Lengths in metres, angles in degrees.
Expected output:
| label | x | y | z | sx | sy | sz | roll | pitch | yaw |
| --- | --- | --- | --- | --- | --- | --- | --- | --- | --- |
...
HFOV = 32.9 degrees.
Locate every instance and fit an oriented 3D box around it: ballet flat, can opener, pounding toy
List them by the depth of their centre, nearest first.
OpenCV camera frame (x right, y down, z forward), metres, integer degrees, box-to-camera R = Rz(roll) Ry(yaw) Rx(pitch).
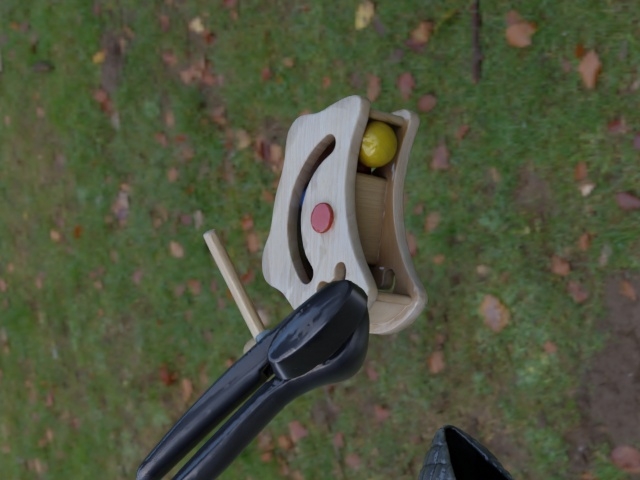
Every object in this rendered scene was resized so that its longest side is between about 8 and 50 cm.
| label | x | y | z | sx | sy | sz | roll | pitch | yaw |
| --- | --- | --- | --- | --- | --- | --- | --- | --- | --- |
| ballet flat | 0.096 | 0.142 | 0.565 | 0.173 | 0.057 | 0.049 | -164 | 70 | -67 |
| can opener | -0.042 | 0.092 | 0.674 | 0.186 | 0.073 | 0.059 | -42 | 45 | 1 |
| pounding toy | 0.000 | 0.000 | 0.980 | 0.154 | 0.155 | 0.269 | 14 | 93 | 49 |
